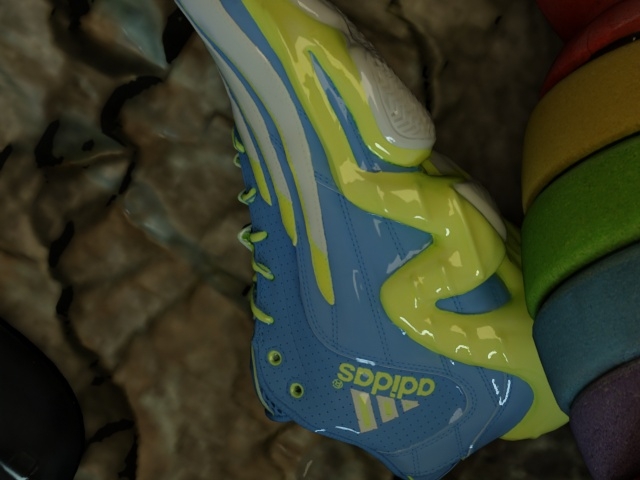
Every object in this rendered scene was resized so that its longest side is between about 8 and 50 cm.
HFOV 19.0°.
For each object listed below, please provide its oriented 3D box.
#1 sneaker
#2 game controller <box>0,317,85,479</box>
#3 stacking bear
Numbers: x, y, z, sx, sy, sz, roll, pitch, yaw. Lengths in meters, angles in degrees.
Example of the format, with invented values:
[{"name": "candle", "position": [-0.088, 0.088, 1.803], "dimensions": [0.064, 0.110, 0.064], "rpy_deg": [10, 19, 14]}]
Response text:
[{"name": "sneaker", "position": [0.000, 0.000, 0.723], "dimensions": [0.126, 0.091, 0.240], "rpy_deg": [-41, 100, 5]}, {"name": "game controller", "position": [-0.243, 0.140, 0.759], "dimensions": [0.166, 0.067, 0.319], "rpy_deg": [40, 96, -23]}, {"name": "stacking bear", "position": [0.143, -0.028, 0.663], "dimensions": [0.175, 0.164, 0.289], "rpy_deg": [5, 65, -33]}]
